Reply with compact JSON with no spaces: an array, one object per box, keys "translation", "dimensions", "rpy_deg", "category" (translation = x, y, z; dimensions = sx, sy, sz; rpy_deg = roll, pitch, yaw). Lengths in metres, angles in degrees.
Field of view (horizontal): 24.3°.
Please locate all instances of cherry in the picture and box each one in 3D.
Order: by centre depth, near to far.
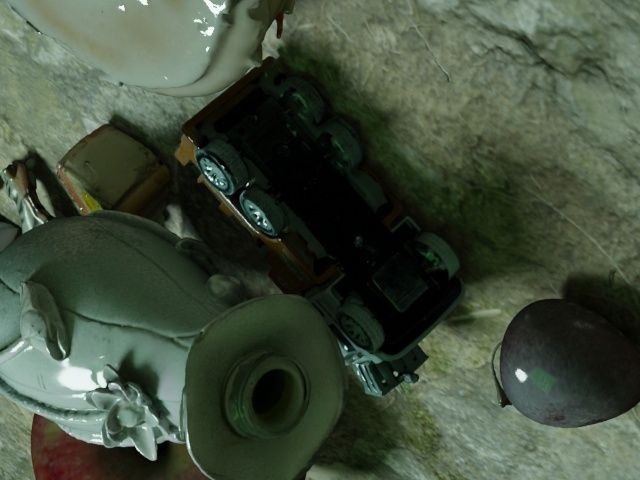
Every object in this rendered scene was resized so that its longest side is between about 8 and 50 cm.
[{"translation":[0.236,0.133,1.387],"dimensions":[0.148,0.115,0.188],"rpy_deg":[-9,139,6],"category":"cherry"}]

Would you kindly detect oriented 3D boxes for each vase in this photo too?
[{"translation":[-0.170,0.105,1.499],"dimensions":[0.445,0.250,0.250],"rpy_deg":[15,138,51],"category":"vase"}]

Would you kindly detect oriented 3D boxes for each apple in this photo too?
[{"translation":[-0.180,0.258,1.796],"dimensions":[0.345,0.345,0.269],"rpy_deg":[34,169,16],"category":"apple"}]

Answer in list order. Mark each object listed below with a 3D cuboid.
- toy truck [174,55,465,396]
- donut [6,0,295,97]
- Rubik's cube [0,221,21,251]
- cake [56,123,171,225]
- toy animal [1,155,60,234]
[{"translation":[0.000,0.000,1.469],"dimensions":[0.338,0.133,0.184],"rpy_deg":[49,157,-2],"category":"toy truck"},{"translation":[-0.173,-0.304,1.299],"dimensions":[0.382,0.142,0.382],"rpy_deg":[28,145,22],"category":"donut"},{"translation":[-0.545,0.100,2.040],"dimensions":[0.231,0.221,0.224],"rpy_deg":[14,141,7],"category":"Rubik's cube"},{"translation":[-0.231,-0.051,1.747],"dimensions":[0.109,0.090,0.225],"rpy_deg":[34,165,12],"category":"cake"},{"translation":[-0.339,0.023,1.908],"dimensions":[0.255,0.090,0.170],"rpy_deg":[44,144,-5],"category":"toy animal"}]
